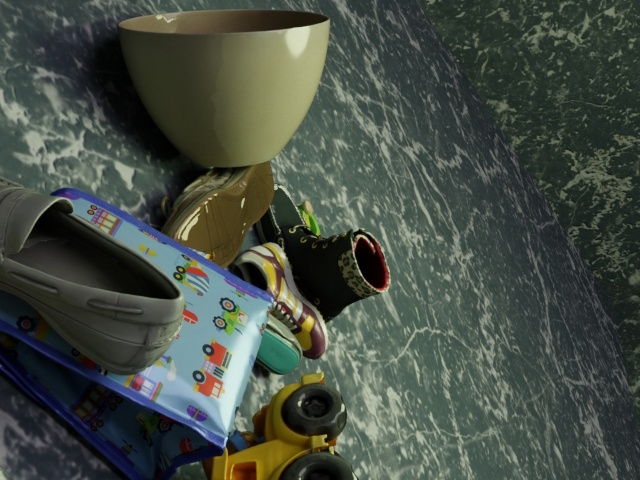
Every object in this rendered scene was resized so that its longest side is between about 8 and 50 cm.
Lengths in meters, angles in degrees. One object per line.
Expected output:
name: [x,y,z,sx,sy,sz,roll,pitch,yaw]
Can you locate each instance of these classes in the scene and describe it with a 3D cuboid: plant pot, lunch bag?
plant pot: [-0.129,-0.210,1.151,0.284,0.284,0.191,-47,141,-62]
lunch bag: [-0.216,0.077,0.858,0.293,0.138,0.221,41,35,-19]

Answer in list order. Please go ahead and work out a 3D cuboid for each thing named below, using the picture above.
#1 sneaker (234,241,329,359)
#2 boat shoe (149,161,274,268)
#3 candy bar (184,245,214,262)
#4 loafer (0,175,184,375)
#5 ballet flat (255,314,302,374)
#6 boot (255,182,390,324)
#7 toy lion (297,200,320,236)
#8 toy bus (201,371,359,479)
sneaker: [-0.061,0.095,1.180,0.084,0.069,0.185,-24,82,-55]
boat shoe: [-0.151,-0.034,1.122,0.285,0.089,0.105,-49,136,-59]
candy bar: [-0.200,0.003,0.968,0.161,0.018,0.040,20,32,-1]
loafer: [-0.260,-0.005,0.742,0.319,0.111,0.112,32,38,-3]
ballet flat: [-0.107,0.105,1.096,0.213,0.072,0.068,45,4,-34]
boot: [0.002,0.001,1.230,0.085,0.178,0.236,-15,81,-42]
toy lion: [-0.018,-0.002,1.380,0.096,0.034,0.100,56,26,-30]
toy bus: [-0.068,0.262,0.865,0.220,0.211,0.149,-98,-177,-49]
